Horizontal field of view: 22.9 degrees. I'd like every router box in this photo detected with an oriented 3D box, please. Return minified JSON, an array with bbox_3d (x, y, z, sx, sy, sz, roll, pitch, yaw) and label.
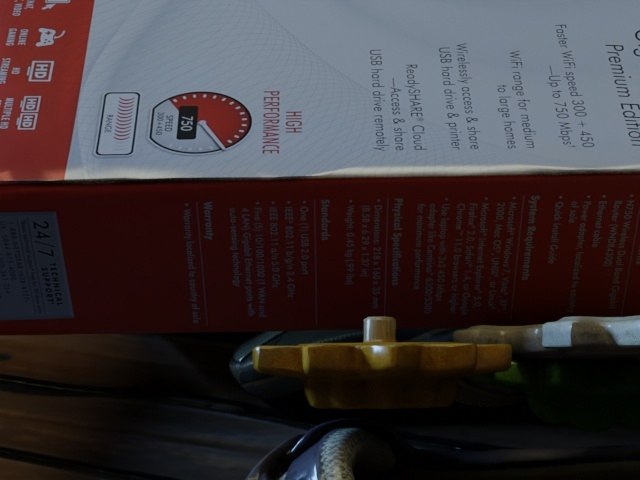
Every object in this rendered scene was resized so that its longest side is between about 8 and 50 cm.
[{"bbox_3d":[0.012,-0.105,0.709,0.301,0.082,0.335,-1,43,-1],"label":"router box"}]

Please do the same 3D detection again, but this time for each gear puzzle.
[{"bbox_3d":[0.143,0.053,0.548,0.338,0.044,0.175,3,-6,-16],"label":"gear puzzle"}]

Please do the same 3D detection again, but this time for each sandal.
[{"bbox_3d":[0.065,0.047,0.701,0.219,0.060,0.090,-15,15,16],"label":"sandal"}]

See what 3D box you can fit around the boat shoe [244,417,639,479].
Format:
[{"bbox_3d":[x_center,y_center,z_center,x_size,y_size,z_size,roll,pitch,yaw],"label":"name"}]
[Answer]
[{"bbox_3d":[0.011,0.105,0.526,0.285,0.092,0.103,0,24,14],"label":"boat shoe"}]
